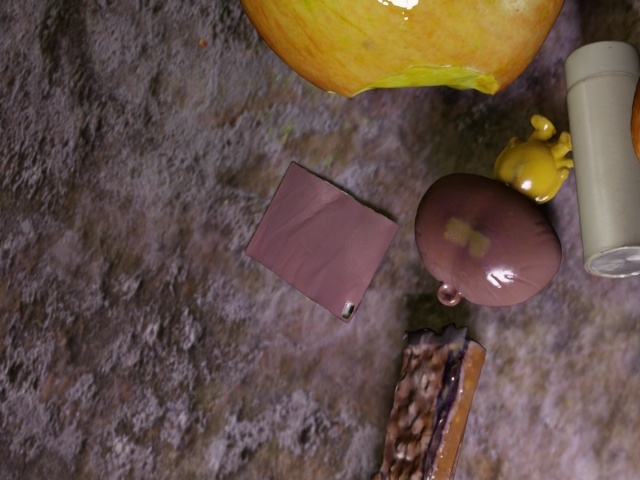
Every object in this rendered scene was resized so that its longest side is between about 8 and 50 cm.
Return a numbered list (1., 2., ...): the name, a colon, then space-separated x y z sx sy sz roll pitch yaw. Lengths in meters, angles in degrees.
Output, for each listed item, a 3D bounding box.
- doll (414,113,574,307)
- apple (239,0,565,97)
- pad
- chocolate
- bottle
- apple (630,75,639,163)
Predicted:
1. doll: 0.173 -0.018 1.487 0.188 0.096 0.145 -32 66 1
2. apple: 0.069 -0.296 1.536 0.339 0.339 0.340 -17 63 37
3. pad: 0.000 0.000 1.687 0.187 0.006 0.113 32 97 46
4. chocolate: 0.084 0.238 1.483 0.102 0.065 0.329 -3 70 61
5. bottle: 0.258 -0.072 1.437 0.072 0.072 0.202 -20 61 36
6. apple: 0.365 -0.078 1.204 0.233 0.286 0.286 -32 55 25
